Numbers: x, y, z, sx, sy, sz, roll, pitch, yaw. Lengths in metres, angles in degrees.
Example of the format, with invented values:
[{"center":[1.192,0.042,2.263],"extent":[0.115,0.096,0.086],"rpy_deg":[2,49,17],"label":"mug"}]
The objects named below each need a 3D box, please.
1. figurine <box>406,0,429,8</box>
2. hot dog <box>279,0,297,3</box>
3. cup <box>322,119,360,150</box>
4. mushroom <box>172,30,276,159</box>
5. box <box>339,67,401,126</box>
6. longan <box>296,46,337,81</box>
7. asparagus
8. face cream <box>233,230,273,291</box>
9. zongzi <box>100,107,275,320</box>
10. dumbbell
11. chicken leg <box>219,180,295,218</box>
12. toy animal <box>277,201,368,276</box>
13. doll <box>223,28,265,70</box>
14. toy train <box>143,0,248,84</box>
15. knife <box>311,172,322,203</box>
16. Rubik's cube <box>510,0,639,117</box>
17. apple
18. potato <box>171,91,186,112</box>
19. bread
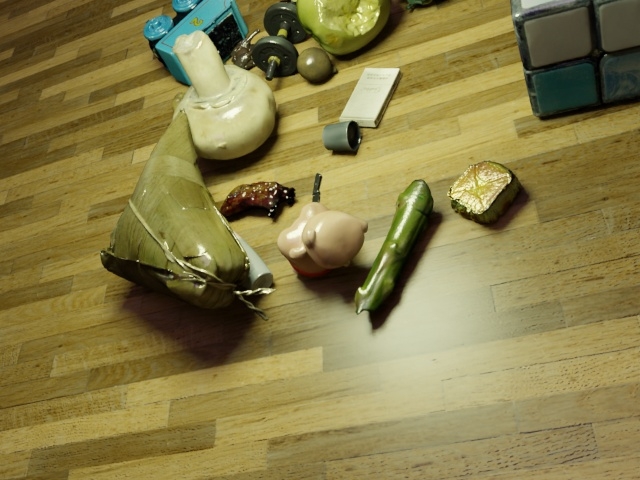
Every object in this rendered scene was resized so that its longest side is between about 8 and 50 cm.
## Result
[{"center":[0.356,-0.832,1.918],"extent":[0.382,0.186,0.261],"rpy_deg":[-42,44,-1],"label":"figurine"},{"center":[0.014,-0.781,2.082],"extent":[0.337,0.135,0.100],"rpy_deg":[-2,78,25],"label":"hot dog"},{"center":[0.059,-0.278,1.740],"extent":[0.077,0.078,0.100],"rpy_deg":[1,39,32],"label":"cup"},{"center":[-0.291,-0.395,1.821],"extent":[0.315,0.336,0.314],"rpy_deg":[-17,41,15],"label":"mushroom"},{"center":[0.136,-0.390,1.807],"extent":[0.109,0.029,0.198],"rpy_deg":[10,61,31],"label":"box"},{"center":[-0.010,-0.506,1.923],"extent":[0.119,0.106,0.106],"rpy_deg":[6,50,-17],"label":"longan"},{"center":[0.164,0.023,1.467],"extent":[0.082,0.085,0.343],"rpy_deg":[18,72,22],"label":"asparagus"},{"center":[-0.192,0.054,1.634],"extent":[0.084,0.057,0.198],"rpy_deg":[-49,48,1],"label":"face cream"},{"center":[-0.282,-0.088,1.559],"extent":[0.500,0.218,0.466],"rpy_deg":[14,89,43],"label":"zongzi"},{"center":[-0.119,-0.605,2.009],"extent":[0.143,0.143,0.325],"rpy_deg":[-2,57,25],"label":"dumbbell"},{"center":[-0.170,-0.106,1.735],"extent":[0.234,0.063,0.105],"rpy_deg":[-1,52,28],"label":"chicken leg"},{"center":[0.000,0.000,1.508],"extent":[0.171,0.171,0.198],"rpy_deg":[-60,19,-20],"label":"toy animal"},{"center":[-0.248,-0.583,2.118],"extent":[0.165,0.057,0.139],"rpy_deg":[-21,53,18],"label":"doll"},{"center":[-0.403,-0.677,2.181],"extent":[0.265,0.188,0.300],"rpy_deg":[29,70,33],"label":"toy train"},{"center":[-0.013,-0.103,1.689],"extent":[0.023,0.010,0.170],"rpy_deg":[-9,55,27],"label":"knife"},{"center":[0.598,-0.510,1.479],"extent":[0.316,0.318,0.313],"rpy_deg":[-8,53,20],"label":"Rubik's cube"},{"center":[0.061,-0.679,1.904],"extent":[0.279,0.279,0.279],"rpy_deg":[-13,53,18],"label":"apple"},{"center":[-0.411,-0.403,2.056],"extent":[0.092,0.070,0.138],"rpy_deg":[-27,51,0],"label":"potato"},{"center":[0.359,-0.110,1.472],"extent":[0.128,0.069,0.140],"rpy_deg":[33,79,40],"label":"bread"}]
